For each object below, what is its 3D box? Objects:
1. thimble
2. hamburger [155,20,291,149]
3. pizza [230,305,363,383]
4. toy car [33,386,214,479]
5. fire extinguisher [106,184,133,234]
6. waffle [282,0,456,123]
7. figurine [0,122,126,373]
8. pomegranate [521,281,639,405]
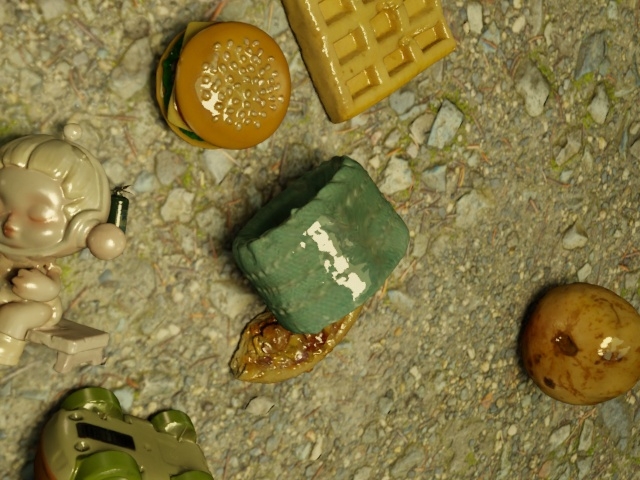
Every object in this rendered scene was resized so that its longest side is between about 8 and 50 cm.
[{"bbox_3d":[0.000,0.000,0.941,0.143,0.198,0.235,54,29,-13],"label":"thimble"},{"bbox_3d":[-0.112,-0.183,0.878,0.162,0.115,0.162,-6,101,-33],"label":"hamburger"},{"bbox_3d":[-0.017,0.122,1.040,0.246,0.058,0.127,-26,112,-30],"label":"pizza"},{"bbox_3d":[-0.254,0.314,0.890,0.235,0.145,0.235,-12,123,-20],"label":"toy car"},{"bbox_3d":[-0.243,-0.027,0.877,0.038,0.025,0.083,9,95,-12],"label":"fire extinguisher"},{"bbox_3d":[0.063,-0.313,1.006,0.221,0.055,0.248,-36,118,-23],"label":"waffle"},{"bbox_3d":[-0.285,0.001,0.779,0.144,0.181,0.257,10,92,-51],"label":"figurine"},{"bbox_3d":[0.461,0.178,1.299,0.215,0.215,0.216,-8,104,-33],"label":"pomegranate"}]
